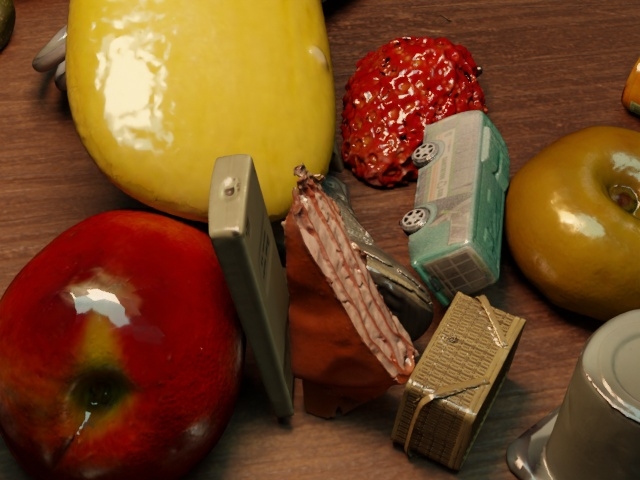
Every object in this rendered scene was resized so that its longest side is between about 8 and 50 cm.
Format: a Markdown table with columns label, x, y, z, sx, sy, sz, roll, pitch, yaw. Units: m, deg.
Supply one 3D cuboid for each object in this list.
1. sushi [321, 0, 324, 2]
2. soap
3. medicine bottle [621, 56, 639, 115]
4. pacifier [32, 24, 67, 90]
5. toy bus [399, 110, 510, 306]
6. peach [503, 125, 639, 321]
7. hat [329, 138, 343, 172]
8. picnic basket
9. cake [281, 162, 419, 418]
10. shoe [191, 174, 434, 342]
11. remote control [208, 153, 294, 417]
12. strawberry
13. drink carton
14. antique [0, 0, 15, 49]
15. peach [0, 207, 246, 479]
| label | x | y | z | sx | sy | sz | roll | pitch | yaw |
| --- | --- | --- | --- | --- | --- | --- | --- | --- | --- |
| sushi | -0.090 | -0.448 | 1.957 | 0.373 | 0.100 | 0.296 | 41 | 50 | 12 |
| soap | -0.125 | -0.211 | 1.495 | 0.306 | 0.115 | 0.427 | 11 | 62 | -27 |
| medicine bottle | 0.492 | -0.174 | 1.768 | 0.192 | 0.096 | 0.096 | 30 | 53 | 19 |
| pacifier | -0.198 | -0.242 | 1.710 | 0.233 | 0.299 | 0.244 | 39 | 86 | -18 |
| toy bus | 0.157 | -0.043 | 1.576 | 0.109 | 0.091 | 0.261 | -21 | 36 | 27 |
| peach | 0.337 | -0.018 | 1.590 | 0.251 | 0.153 | 0.251 | 5 | 60 | -9 |
| hat | -0.049 | -0.159 | 1.664 | 0.166 | 0.144 | 0.173 | 5 | 45 | 1 |
| picnic basket | 0.145 | 0.147 | 1.441 | 0.079 | 0.115 | 0.164 | 24 | 51 | 12 |
| cake | 0.020 | 0.054 | 1.398 | 0.135 | 0.287 | 0.098 | 5 | 35 | 28 |
| shoe | 0.000 | 0.000 | 1.560 | 0.336 | 0.132 | 0.171 | 27 | 43 | 20 |
| remote control | -0.063 | 0.053 | 1.391 | 0.038 | 0.285 | 0.123 | -6 | 45 | 8 |
| strawberry | 0.113 | -0.178 | 1.723 | 0.190 | 0.111 | 0.236 | 24 | 52 | 11 |
| drink carton | 0.317 | 0.178 | 1.390 | 0.191 | 0.189 | 0.185 | -30 | 53 | -28 |
| antique | -0.508 | -0.302 | 1.783 | 0.221 | 0.081 | 0.080 | 15 | 50 | 7 |
| peach | -0.206 | 0.104 | 1.416 | 0.281 | 0.281 | 0.338 | 4 | 16 | -2 |
